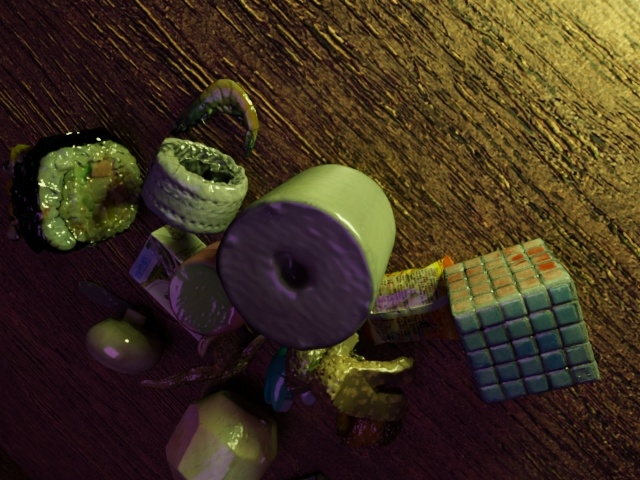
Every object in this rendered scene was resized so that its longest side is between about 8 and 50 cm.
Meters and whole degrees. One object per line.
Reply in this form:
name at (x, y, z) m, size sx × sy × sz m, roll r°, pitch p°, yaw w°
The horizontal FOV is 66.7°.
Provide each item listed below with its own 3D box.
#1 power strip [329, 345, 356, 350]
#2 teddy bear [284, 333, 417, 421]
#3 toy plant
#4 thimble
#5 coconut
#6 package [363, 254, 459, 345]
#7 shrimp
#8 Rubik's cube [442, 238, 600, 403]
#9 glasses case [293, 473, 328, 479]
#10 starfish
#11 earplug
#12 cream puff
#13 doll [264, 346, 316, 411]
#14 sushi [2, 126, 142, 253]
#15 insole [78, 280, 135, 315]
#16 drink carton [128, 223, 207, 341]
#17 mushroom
power strip at (0.037, 0.344, 1.406) m, size 0.081 × 0.035 × 0.192 m, roll 29°, pitch 121°, yaw 9°
teddy bear at (0.066, 0.344, 1.253) m, size 0.295 × 0.222 × 0.247 m, roll 2°, pitch 109°, yaw -21°
toy plant at (-0.201, 0.124, 1.196) m, size 0.210 × 0.356 × 0.317 m, roll -26°, pitch 90°, yaw 11°
thimble at (-0.313, -0.137, 1.225) m, size 0.245 × 0.217 × 0.157 m, roll 22°, pitch 120°, yaw -19°
coconut at (-0.308, 0.655, 1.516) m, size 0.352 × 0.352 × 0.353 m, roll 9°, pitch 115°, yaw 19°
package at (0.212, 0.171, 1.215) m, size 0.288 × 0.108 × 0.224 m, roll -12°, pitch 109°, yaw 24°
shrimp at (-0.270, -0.280, 1.247) m, size 0.261 × 0.051 × 0.198 m, roll -26°, pitch 101°, yaw 27°
Rubik's cube at (0.416, 0.166, 1.036) m, size 0.237 × 0.238 × 0.237 m, roll -21°, pitch 106°, yaw 18°
glasses case at (-0.091, 0.888, 1.685) m, size 0.299 × 0.060 × 0.114 m, roll -31°, pitch 98°, yaw 30°
starfish at (-0.341, 0.392, 1.460) m, size 0.432 × 0.323 × 0.083 m, roll -41°, pitch 59°, yaw 29°
earplug at (0.000, 0.000, 1.056) m, size 0.312 × 0.394 × 0.313 m, roll 6°, pitch 113°, yaw 15°
cream puff at (0.149, 0.503, 1.375) m, size 0.168 × 0.183 × 0.183 m, roll 19°, pitch 122°, yaw -15°
doll at (-0.065, 0.361, 1.378) m, size 0.153 × 0.195 × 0.258 m, roll 16°, pitch 117°, yaw -32°
sushi at (-0.700, -0.148, 1.333) m, size 0.285 × 0.328 × 0.329 m, roll 15°, pitch 119°, yaw 28°
insole at (-0.733, 0.202, 1.676) m, size 0.247 × 0.011 × 0.081 m, roll 25°, pitch 122°, yaw 9°
drink carton at (-0.375, 0.125, 1.423) m, size 0.324 × 0.132 × 0.194 m, roll 43°, pitch 122°, yaw 2°
mushroom at (-0.632, 0.318, 1.583) m, size 0.246 × 0.246 × 0.203 m, roll 15°, pitch 76°, yaw 16°
